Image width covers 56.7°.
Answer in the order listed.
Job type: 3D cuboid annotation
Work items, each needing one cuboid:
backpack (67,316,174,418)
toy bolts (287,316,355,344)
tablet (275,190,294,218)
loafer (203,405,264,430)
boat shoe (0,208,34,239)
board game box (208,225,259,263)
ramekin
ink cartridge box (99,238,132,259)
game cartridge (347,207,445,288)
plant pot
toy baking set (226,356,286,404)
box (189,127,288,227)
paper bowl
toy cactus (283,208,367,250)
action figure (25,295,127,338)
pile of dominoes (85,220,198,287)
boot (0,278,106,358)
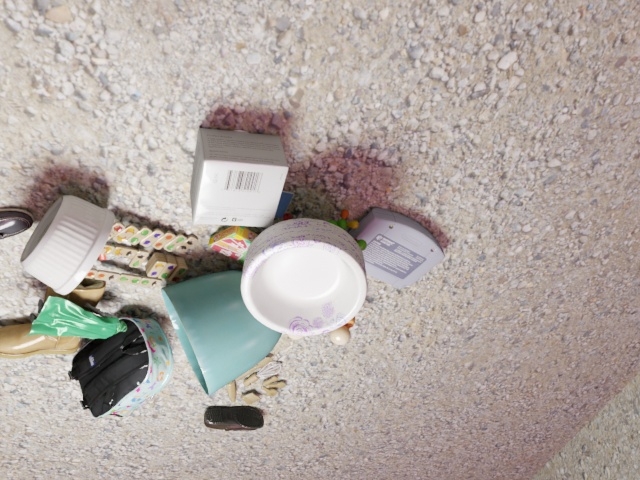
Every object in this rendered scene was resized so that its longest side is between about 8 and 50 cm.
[{"bbox_3d":[-0.514,0.332,1.596,0.253,0.225,0.191,-42,153,19],"label":"backpack"},{"bbox_3d":[0.003,0.187,1.621,0.228,0.158,0.218,2,147,-17],"label":"toy bolts"},{"bbox_3d":[-0.103,-0.089,1.445,0.054,0.006,0.083,9,130,-24],"label":"tablet"},{"bbox_3d":[-0.304,0.622,2.064,0.220,0.080,0.078,14,139,-22],"label":"loafer"},{"bbox_3d":[-0.727,-0.013,1.291,0.206,0.065,0.075,-13,136,-4],"label":"boat shoe"},{"bbox_3d":[-0.142,0.041,1.497,0.259,0.039,0.124,27,148,-33],"label":"board game box"},{"bbox_3d":[-0.544,0.000,1.266,0.109,0.207,0.207,35,117,-30],"label":"ramekin"},{"bbox_3d":[-0.508,0.016,1.411,0.115,0.029,0.063,-5,136,-14],"label":"ink cartridge box"},{"bbox_3d":[0.195,0.023,1.615,0.294,0.060,0.196,26,126,-36],"label":"game cartridge"},{"bbox_3d":[-0.239,0.208,1.517,0.235,0.293,0.293,-24,140,-20],"label":"plant pot"},{"bbox_3d":[-0.216,0.458,1.953,0.196,0.030,0.256,-13,137,-8],"label":"toy baking set"},{"bbox_3d":[-0.183,-0.133,1.293,0.181,0.119,0.182,3,134,-19],"label":"box"},{"bbox_3d":[-0.037,0.073,1.376,0.284,0.148,0.284,-1,124,-1],"label":"paper bowl"},{"bbox_3d":[0.000,0.000,1.497,0.219,0.112,0.180,7,140,-13],"label":"toy cactus"},{"bbox_3d":[-0.581,0.198,1.454,0.232,0.063,0.137,21,120,-43],"label":"action figure"},{"bbox_3d":[-0.435,0.048,1.421,0.251,0.040,0.196,13,128,-44],"label":"pile of dominoes"},{"bbox_3d":[-0.690,0.181,1.490,0.236,0.089,0.269,2,136,-36],"label":"boot"}]
